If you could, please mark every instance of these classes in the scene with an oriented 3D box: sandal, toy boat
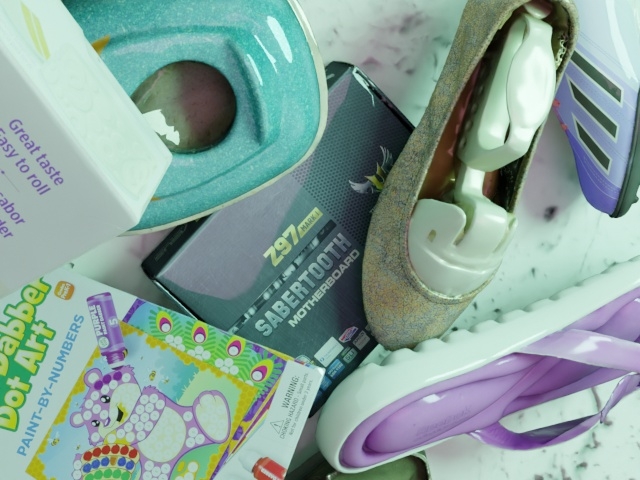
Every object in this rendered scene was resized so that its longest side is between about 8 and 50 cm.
[{"bbox_3d":[0.195,0.122,0.981,0.416,0.102,0.169,-19,147,-17],"label":"sandal"},{"bbox_3d":[-0.149,-0.146,0.794,0.267,0.148,0.318,-20,113,2],"label":"toy boat"}]

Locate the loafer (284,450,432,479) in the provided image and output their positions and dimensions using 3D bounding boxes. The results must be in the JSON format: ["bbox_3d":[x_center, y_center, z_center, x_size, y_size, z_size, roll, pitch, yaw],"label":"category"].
[{"bbox_3d":[0.002,0.234,0.964,0.251,0.087,0.094,-18,114,-33],"label":"loafer"}]

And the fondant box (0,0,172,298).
[{"bbox_3d":[-0.298,-0.054,0.738,0.330,0.096,0.238,-27,112,20],"label":"fondant box"}]

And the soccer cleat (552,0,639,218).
[{"bbox_3d":[0.214,-0.174,0.971,0.116,0.108,0.318,-3,106,3],"label":"soccer cleat"}]

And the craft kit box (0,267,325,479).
[{"bbox_3d":[-0.154,0.166,0.853,0.247,0.061,0.250,20,77,1],"label":"craft kit box"}]

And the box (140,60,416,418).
[{"bbox_3d":[0.000,0.000,0.949,0.232,0.059,0.183,-47,111,-5],"label":"box"}]

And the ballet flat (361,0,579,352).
[{"bbox_3d":[0.114,-0.054,0.889,0.108,0.106,0.316,13,96,-22],"label":"ballet flat"}]
